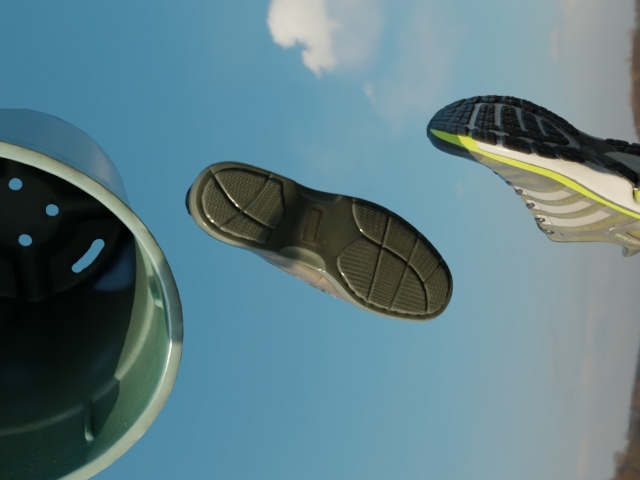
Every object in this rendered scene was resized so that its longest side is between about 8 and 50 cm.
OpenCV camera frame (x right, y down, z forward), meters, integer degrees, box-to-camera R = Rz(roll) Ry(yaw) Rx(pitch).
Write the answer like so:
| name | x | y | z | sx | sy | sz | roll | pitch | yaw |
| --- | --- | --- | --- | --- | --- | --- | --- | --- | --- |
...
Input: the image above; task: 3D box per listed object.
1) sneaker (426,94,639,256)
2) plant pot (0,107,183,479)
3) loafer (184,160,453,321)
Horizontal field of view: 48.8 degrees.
| name | x | y | z | sx | sy | sz | roll | pitch | yaw |
| --- | --- | --- | --- | --- | --- | --- | --- | --- | --- |
| sneaker | 0.253 | -0.061 | 0.776 | 0.111 | 0.300 | 0.121 | -63 | -6 | -47 |
| plant pot | -0.321 | 0.022 | 0.710 | 0.334 | 0.341 | 0.341 | -122 | 22 | -64 |
| loafer | 0.000 | 0.000 | 0.664 | 0.268 | 0.084 | 0.096 | 25 | -101 | -19 |
